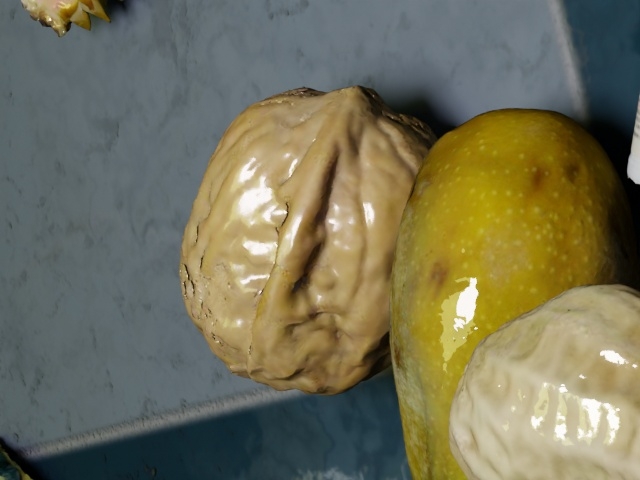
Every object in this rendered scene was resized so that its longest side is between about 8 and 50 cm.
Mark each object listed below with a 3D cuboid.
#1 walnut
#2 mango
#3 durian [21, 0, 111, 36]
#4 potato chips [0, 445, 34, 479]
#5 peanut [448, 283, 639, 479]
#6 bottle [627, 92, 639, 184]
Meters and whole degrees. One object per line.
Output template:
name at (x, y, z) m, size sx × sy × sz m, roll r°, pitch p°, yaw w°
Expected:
walnut at (0.000, 0.000, 1.420) m, size 0.198 × 0.198 × 0.245 m, roll 40°, pitch 129°, yaw 39°
mango at (0.128, 0.080, 1.287) m, size 0.175 × 0.177 × 0.329 m, roll 8°, pitch 106°, yaw 64°
durian at (-0.225, -0.350, 1.694) m, size 0.191 × 0.112 × 0.341 m, roll -31°, pitch 81°, yaw 39°
potato chips at (-0.300, 0.377, 1.954) m, size 0.429 × 0.070 × 0.358 m, roll 9°, pitch 107°, yaw 51°
peanut at (0.187, 0.094, 1.074) m, size 0.298 × 0.120 × 0.136 m, roll 6°, pitch 110°, yaw 49°
bottle at (0.229, -0.137, 1.211) m, size 0.060 × 0.060 × 0.217 m, roll 25°, pitch 117°, yaw 45°
